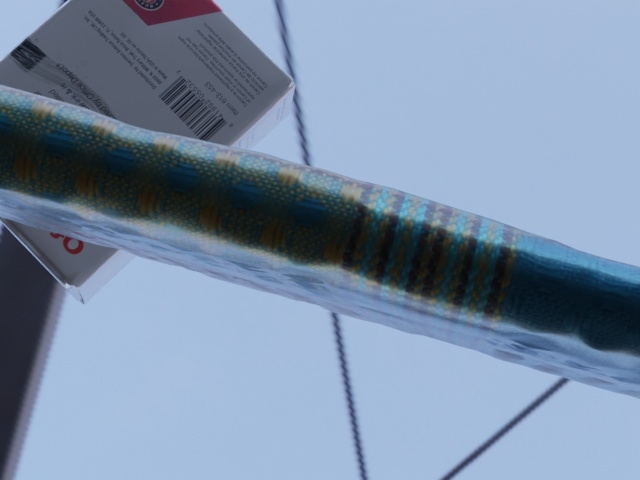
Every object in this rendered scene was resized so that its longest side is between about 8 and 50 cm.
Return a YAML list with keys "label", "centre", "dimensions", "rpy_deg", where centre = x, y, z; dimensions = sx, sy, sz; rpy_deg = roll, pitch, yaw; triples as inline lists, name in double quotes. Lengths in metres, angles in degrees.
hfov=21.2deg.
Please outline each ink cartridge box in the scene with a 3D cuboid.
- label: "ink cartridge box"
  centre: [-0.164, -0.093, 1.348]
  dimensions: [0.237, 0.100, 0.172]
  rpy_deg: [-44, -95, -11]

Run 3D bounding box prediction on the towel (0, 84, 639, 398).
- label: "towel"
  centre: [0.000, 0.000, 0.528]
  dimensions: [0.370, 0.271, 0.040]
  rpy_deg: [16, -94, 3]
